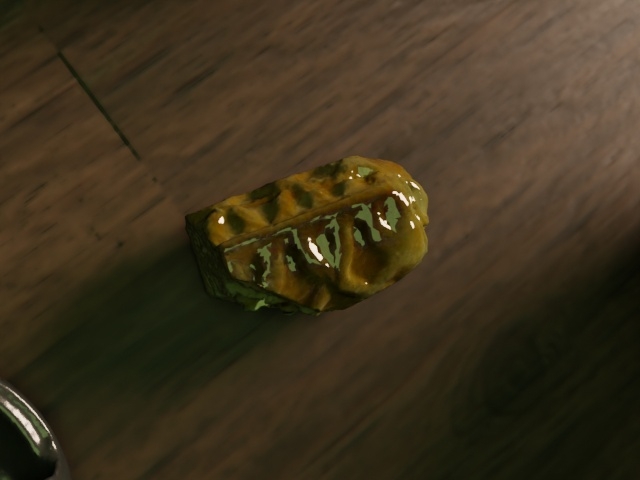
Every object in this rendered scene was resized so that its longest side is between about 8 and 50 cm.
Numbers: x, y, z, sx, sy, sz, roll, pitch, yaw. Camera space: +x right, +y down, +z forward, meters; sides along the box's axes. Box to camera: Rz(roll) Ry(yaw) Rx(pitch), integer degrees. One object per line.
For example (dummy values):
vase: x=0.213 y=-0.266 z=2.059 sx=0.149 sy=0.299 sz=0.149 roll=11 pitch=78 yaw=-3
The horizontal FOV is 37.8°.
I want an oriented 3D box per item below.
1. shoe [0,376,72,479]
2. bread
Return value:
shoe: x=-0.150 y=0.167 z=0.362 sx=0.108 sy=0.093 sz=0.241 roll=0 pitch=88 yaw=-14
bread: x=0.000 y=0.000 z=0.433 sx=0.110 sy=0.060 sz=0.066 roll=-19 pitch=61 yaw=-17
